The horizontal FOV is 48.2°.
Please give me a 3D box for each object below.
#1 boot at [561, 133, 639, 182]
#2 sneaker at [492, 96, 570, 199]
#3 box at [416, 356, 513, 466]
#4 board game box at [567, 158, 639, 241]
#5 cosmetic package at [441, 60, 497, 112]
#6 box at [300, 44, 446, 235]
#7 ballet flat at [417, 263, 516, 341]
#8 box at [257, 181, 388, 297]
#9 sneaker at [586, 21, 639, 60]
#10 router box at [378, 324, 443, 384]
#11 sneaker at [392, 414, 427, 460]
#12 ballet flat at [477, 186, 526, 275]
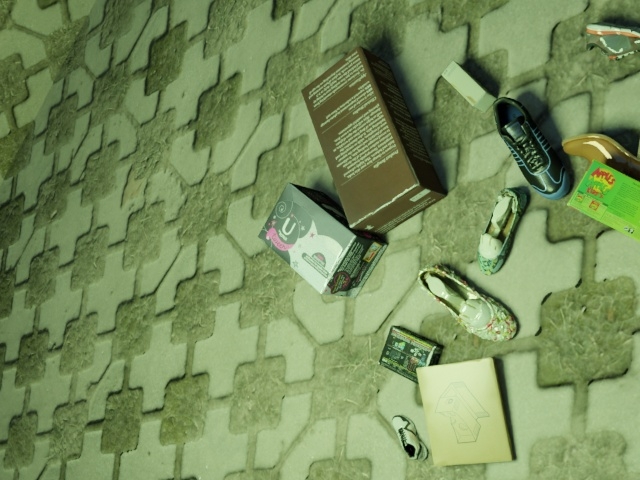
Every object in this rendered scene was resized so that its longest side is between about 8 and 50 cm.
[{"bbox_3d":[0.531,-0.117,1.324,0.197,0.072,0.153,11,93,41],"label":"boot"},{"bbox_3d":[0.408,-0.184,1.416,0.081,0.090,0.232,-38,61,27],"label":"sneaker"},{"bbox_3d":[0.287,0.345,1.439,0.164,0.021,0.201,-14,80,27],"label":"box"},{"bbox_3d":[0.540,-0.061,1.257,0.181,0.043,0.092,31,105,18],"label":"board game box"},{"bbox_3d":[0.318,-0.329,1.532,0.041,0.060,0.115,-49,55,22],"label":"cosmetic package"},{"bbox_3d":[0.115,-0.225,1.624,0.191,0.143,0.382,-32,63,29],"label":"box"},{"bbox_3d":[0.287,0.129,1.466,0.241,0.077,0.091,35,103,36],"label":"ballet flat"},{"bbox_3d":[0.000,0.000,1.669,0.247,0.142,0.163,41,107,35],"label":"box"},{"bbox_3d":[0.576,-0.369,1.352,0.157,0.061,0.065,27,126,38],"label":"sneaker"},{"bbox_3d":[0.193,0.247,1.543,0.122,0.038,0.092,22,97,38],"label":"router box"},{"bbox_3d":[0.184,0.416,1.519,0.040,0.043,0.109,-51,54,22],"label":"sneaker"},{"bbox_3d":[0.355,-0.022,1.447,0.070,0.070,0.189,22,96,38],"label":"ballet flat"}]
